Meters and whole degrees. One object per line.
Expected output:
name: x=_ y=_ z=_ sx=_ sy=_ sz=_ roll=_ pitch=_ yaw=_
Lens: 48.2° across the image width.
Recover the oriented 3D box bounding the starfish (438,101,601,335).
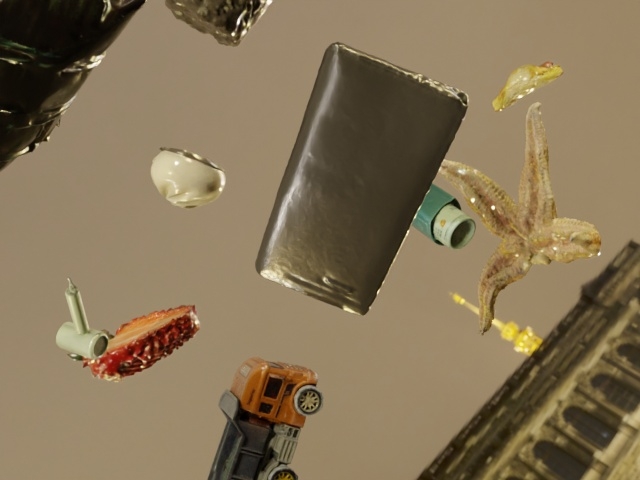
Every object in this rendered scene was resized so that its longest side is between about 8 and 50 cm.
starfish: x=0.354 y=-0.021 z=1.321 sx=0.132 sy=0.398 sz=0.384 roll=-32 pitch=-85 yaw=-24

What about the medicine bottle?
medicine bottle: x=0.152 y=-0.059 z=1.257 sx=0.124 sy=0.258 sz=0.079 roll=-45 pitch=-43 yaw=-8

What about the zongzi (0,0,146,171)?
zongzi: x=-0.495 y=-0.309 z=1.013 sx=0.362 sy=0.319 sz=0.383 roll=30 pitch=-49 yaw=-24

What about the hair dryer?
hair dryer: x=-0.323 y=0.100 z=0.941 sx=0.038 sy=0.063 sz=0.124 roll=-52 pitch=-31 yaw=-49

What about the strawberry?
strawberry: x=-0.380 y=0.226 z=1.499 sx=0.188 sy=0.286 sz=0.106 roll=-65 pitch=-44 yaw=-70

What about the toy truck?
toy truck: x=-0.070 y=0.223 z=0.777 sx=0.092 sy=0.083 sz=0.192 roll=21 pitch=-97 yaw=-17

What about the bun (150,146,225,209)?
bun: x=-0.305 y=-0.132 z=1.628 sx=0.173 sy=0.172 sz=0.120 roll=22 pitch=-97 yaw=-55

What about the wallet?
wallet: x=0.026 y=-0.042 z=0.633 sx=0.025 sy=0.124 sz=0.244 roll=-65 pitch=-3 yaw=-56

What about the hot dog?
hot dog: x=0.432 y=-0.340 z=1.528 sx=0.169 sy=0.061 sz=0.078 roll=-29 pitch=1 yaw=34

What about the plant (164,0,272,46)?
plant: x=-0.209 y=-0.630 z=1.658 sx=0.312 sy=0.215 sz=0.213 roll=-65 pitch=-8 yaw=-3
